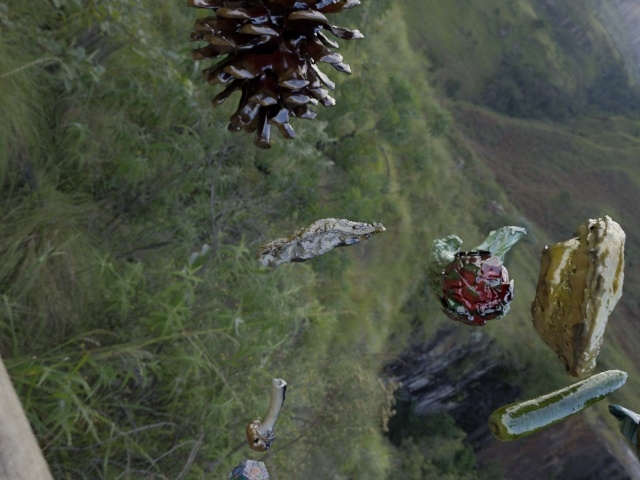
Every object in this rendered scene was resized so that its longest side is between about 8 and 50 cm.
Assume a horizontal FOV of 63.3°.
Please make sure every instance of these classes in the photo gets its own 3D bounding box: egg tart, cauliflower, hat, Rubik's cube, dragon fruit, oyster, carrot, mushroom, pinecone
[{"bbox_3d":[0.532,0.113,1.101,0.352,0.150,0.352,11,90,-68],"label":"egg tart"},{"bbox_3d":[0.432,0.089,1.502,0.260,0.281,0.327,9,-32,43],"label":"cauliflower"},{"bbox_3d":[0.715,0.430,1.138,0.191,0.078,0.138,24,3,-12],"label":"hat"},{"bbox_3d":[-0.172,0.591,1.268,0.111,0.111,0.093,41,43,-43],"label":"Rubik's cube"},{"bbox_3d":[0.374,0.112,1.253,0.182,0.188,0.182,17,-1,0],"label":"dragon fruit"},{"bbox_3d":[0.000,-0.001,1.327,0.128,0.345,0.078,88,-15,-59],"label":"oyster"},{"bbox_3d":[0.541,0.362,1.164,0.074,0.358,0.074,164,-90,-77],"label":"carrot"},{"bbox_3d":[-0.103,0.330,1.004,0.060,0.187,0.061,-6,32,-46],"label":"mushroom"},{"bbox_3d":[-0.090,-0.374,1.076,0.384,0.384,0.384,49,16,-20],"label":"pinecone"}]

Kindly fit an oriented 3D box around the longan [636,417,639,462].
[{"bbox_3d":[0.519,0.281,0.734,0.176,0.145,0.154,14,60,-14],"label":"longan"}]
